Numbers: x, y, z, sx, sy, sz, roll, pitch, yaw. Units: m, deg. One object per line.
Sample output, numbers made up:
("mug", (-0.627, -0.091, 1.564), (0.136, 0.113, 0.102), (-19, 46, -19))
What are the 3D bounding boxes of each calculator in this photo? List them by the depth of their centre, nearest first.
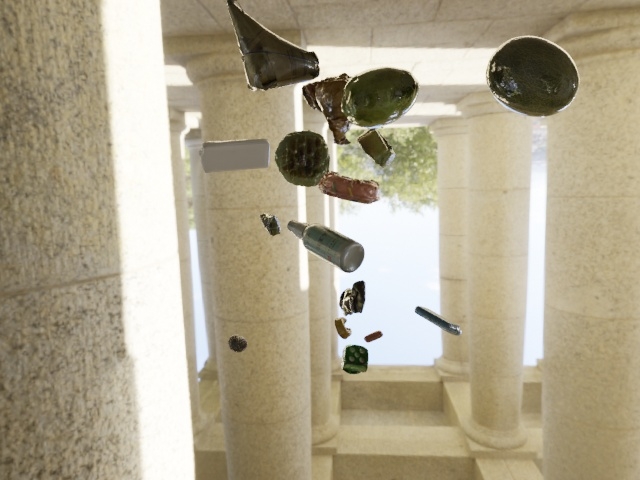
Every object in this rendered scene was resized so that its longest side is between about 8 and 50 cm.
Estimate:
("calculator", (0.469, 0.318, 1.782), (0.210, 0.039, 0.121), (29, -177, 39))

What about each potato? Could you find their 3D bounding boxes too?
("potato", (0.210, -0.508, 1.568), (0.304, 0.216, 0.216), (-30, -162, -21))

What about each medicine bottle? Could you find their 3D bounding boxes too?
("medicine bottle", (0.000, 0.000, 1.543), (0.110, 0.110, 0.352), (-7, -156, -38))

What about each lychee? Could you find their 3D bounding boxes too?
("lychee", (-0.310, 0.385, 1.663), (0.067, 0.068, 0.083), (-13, 167, 19))

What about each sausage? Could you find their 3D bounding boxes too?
("sausage", (0.218, 0.394, 1.824), (0.083, 0.034, 0.034), (-30, 175, 24))

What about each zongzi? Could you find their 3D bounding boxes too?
("zongzi", (-0.143, -0.643, 1.425), (0.260, 0.289, 0.123), (-21, -161, -23))
("zongzi", (-0.195, -0.089, 1.688), (0.055, 0.119, 0.109), (-28, -123, -20))

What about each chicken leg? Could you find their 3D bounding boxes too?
("chicken leg", (0.050, -0.554, 1.865), (0.295, 0.182, 0.409), (32, 164, 19))

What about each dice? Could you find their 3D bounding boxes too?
("dice", (0.181, 0.621, 2.324), (0.131, 0.128, 0.120), (7, -130, -2))

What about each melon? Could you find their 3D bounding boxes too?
("melon", (0.711, -0.545, 1.494), (0.301, 0.237, 0.237), (39, -157, 17))

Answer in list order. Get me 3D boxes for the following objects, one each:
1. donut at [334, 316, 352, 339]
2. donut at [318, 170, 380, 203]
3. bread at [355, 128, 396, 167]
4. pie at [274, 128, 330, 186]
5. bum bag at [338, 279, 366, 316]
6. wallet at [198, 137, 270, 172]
("donut", (0.108, 0.407, 2.076), (0.043, 0.108, 0.097), (-31, 170, 22))
("donut", (0.107, -0.193, 1.610), (0.233, 0.085, 0.199), (12, -165, 1))
("bread", (0.290, -0.464, 2.236), (0.186, 0.124, 0.257), (37, -164, -34))
("pie", (-0.080, -0.396, 2.156), (0.306, 0.306, 0.071), (-4, 177, -21))
("bum bag", (0.108, 0.197, 1.483), (0.060, 0.107, 0.232), (9, 163, -8))
("wallet", (-0.226, -0.226, 1.183), (0.190, 0.095, 0.033), (-6, -133, -18))
